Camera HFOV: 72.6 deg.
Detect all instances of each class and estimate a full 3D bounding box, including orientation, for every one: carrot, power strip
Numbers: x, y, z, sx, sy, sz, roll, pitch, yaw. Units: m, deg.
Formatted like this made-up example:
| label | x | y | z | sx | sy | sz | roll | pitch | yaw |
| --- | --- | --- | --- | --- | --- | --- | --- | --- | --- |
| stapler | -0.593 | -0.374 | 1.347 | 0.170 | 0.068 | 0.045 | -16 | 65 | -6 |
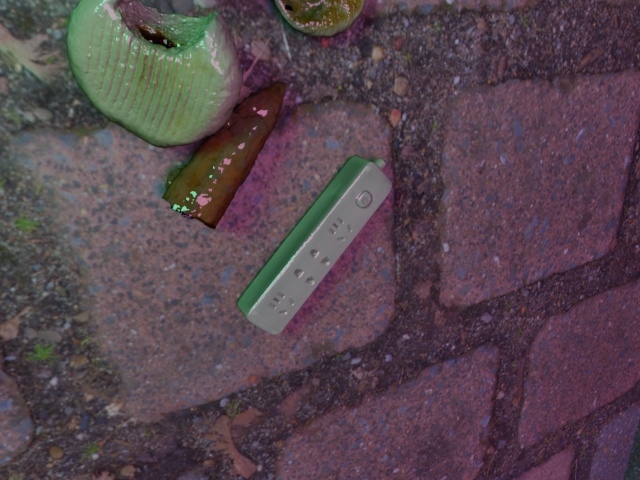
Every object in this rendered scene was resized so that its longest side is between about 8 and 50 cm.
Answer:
| label | x | y | z | sx | sy | sz | roll | pitch | yaw |
| --- | --- | --- | --- | --- | --- | --- | --- | --- | --- |
| carrot | -0.132 | -0.140 | 0.668 | 0.101 | 0.102 | 0.263 | 37 | 86 | -33 |
| power strip | 0.000 | 0.000 | 0.805 | 0.091 | 0.062 | 0.385 | 39 | 88 | -36 |

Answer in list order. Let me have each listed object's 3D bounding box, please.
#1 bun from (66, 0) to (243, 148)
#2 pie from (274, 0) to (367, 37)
| label | x | y | z | sx | sy | sz | roll | pitch | yaw |
| --- | --- | --- | --- | --- | --- | --- | --- | --- | --- |
| bun | -0.206 | -0.235 | 0.573 | 0.203 | 0.127 | 0.212 | -38 | 119 | 20 |
| pie | -0.003 | -0.410 | 0.665 | 0.186 | 0.041 | 0.187 | -9 | 111 | -25 |
